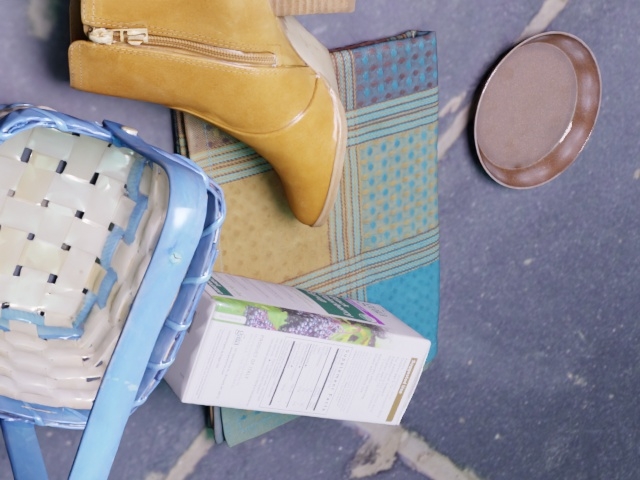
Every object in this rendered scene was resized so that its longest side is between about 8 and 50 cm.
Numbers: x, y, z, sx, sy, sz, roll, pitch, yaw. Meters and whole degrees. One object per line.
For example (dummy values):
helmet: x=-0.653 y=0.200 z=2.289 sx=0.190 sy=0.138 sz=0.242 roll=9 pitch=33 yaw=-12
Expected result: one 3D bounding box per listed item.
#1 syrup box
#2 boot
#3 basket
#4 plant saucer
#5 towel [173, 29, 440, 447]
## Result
syrup box: x=-0.026 y=0.098 z=0.894 sx=0.237 sy=0.093 sz=0.096 roll=12 pitch=103 yaw=-34
boot: x=-0.087 y=-0.122 z=0.771 sx=0.211 sy=0.104 sz=0.295 roll=-4 pitch=136 yaw=-7
basket: x=-0.178 y=0.037 z=0.694 sx=0.201 sy=0.289 sz=0.254 roll=17 pitch=101 yaw=-36
plant saucer: x=0.221 y=-0.137 z=1.026 sx=0.169 sy=0.029 sz=0.168 roll=-13 pitch=117 yaw=-27
towel: x=0.000 y=0.000 z=0.949 sx=0.272 sy=0.040 sz=0.370 roll=-16 pitch=118 yaw=-25
